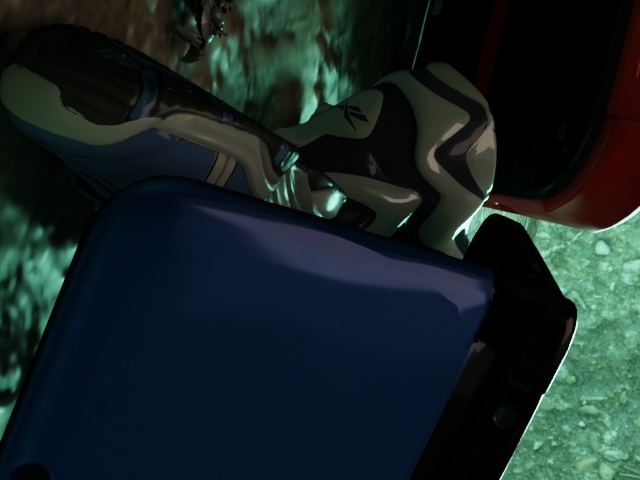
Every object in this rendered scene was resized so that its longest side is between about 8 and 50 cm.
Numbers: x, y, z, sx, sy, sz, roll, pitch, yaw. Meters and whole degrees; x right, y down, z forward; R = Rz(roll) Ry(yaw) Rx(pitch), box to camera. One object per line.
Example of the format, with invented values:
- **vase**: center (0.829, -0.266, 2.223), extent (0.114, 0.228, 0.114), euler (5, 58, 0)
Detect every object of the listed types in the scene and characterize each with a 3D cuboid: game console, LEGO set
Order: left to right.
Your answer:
- **LEGO set**: center (-0.044, -0.114, 0.473), extent (0.054, 0.023, 0.083), euler (-57, 157, -49)
- **game console**: center (-0.034, 0.112, 0.479), extent (0.250, 0.173, 0.293), euler (-77, -169, -77)
- **game console**: center (0.167, -0.209, 0.779), extent (0.342, 0.060, 0.387), euler (-156, -100, -73)

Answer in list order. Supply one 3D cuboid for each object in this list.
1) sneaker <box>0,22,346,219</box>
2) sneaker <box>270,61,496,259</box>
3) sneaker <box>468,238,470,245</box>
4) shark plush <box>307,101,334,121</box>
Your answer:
- **sneaker**: center (-0.053, -0.016, 0.429), extent (0.081, 0.080, 0.211), euler (-56, 156, 1)
- **sneaker**: center (0.010, 0.027, 0.609), extent (0.094, 0.153, 0.235), euler (-124, -154, -44)
- **sneaker**: center (0.072, 0.042, 0.906), extent (0.256, 0.094, 0.151), euler (90, 25, -72)
- **shark plush**: center (0.000, 0.000, 0.695), extent (0.067, 0.073, 0.161), euler (-112, -162, -59)
